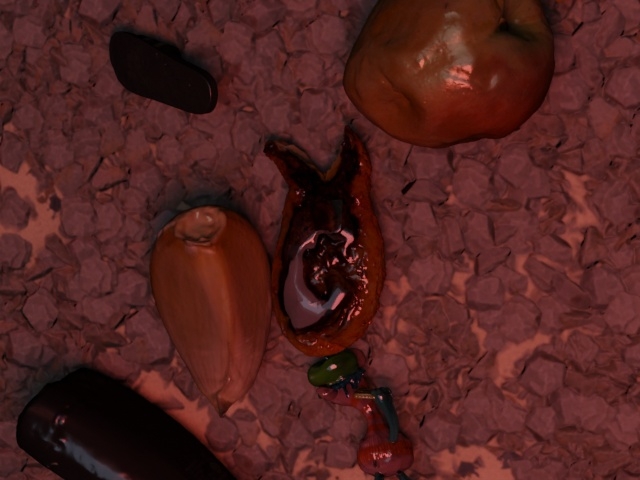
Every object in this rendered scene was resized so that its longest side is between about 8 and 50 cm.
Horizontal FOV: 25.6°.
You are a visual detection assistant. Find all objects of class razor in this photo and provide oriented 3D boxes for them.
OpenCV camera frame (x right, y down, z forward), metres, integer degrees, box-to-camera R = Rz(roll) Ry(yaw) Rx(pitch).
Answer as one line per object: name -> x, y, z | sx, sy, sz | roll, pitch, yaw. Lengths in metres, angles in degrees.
razor -> -0.206, 0.284, 1.712 | 0.327, 0.189, 0.107 | 37, 106, 5

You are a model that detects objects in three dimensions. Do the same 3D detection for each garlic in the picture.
garlic -> -0.127, 0.075, 1.673 | 0.146, 0.164, 0.244 | -9, 101, -1

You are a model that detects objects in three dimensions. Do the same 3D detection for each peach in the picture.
peach -> 0.132, -0.203, 1.554 | 0.236, 0.214, 0.214 | -17, 93, 34

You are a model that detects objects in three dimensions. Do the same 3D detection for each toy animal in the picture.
toy animal -> 0.062, 0.228, 1.674 | 0.103, 0.100, 0.208 | -34, 72, 55

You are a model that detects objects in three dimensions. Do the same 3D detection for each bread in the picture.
bread -> 0.008, 0.003, 1.669 | 0.139, 0.095, 0.268 | -3, 82, 13

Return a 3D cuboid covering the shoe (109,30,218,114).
shoe -> -0.181, -0.202, 1.705 | 0.179, 0.049, 0.071 | 27, 119, 31

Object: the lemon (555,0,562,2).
lemon -> 0.288, -0.301, 1.556 | 0.065, 0.065, 0.092 | 35, 96, 8
